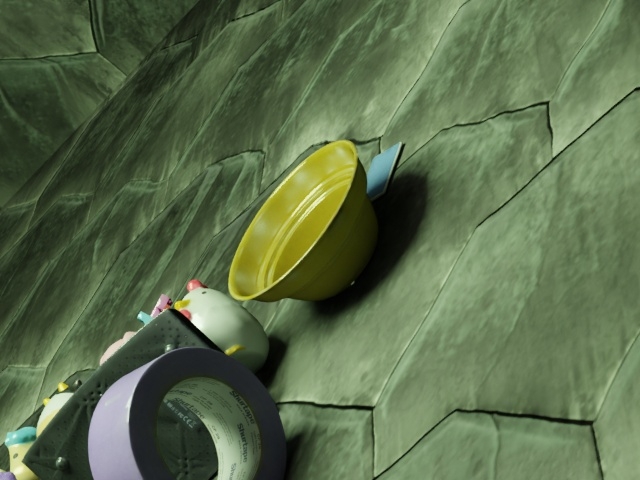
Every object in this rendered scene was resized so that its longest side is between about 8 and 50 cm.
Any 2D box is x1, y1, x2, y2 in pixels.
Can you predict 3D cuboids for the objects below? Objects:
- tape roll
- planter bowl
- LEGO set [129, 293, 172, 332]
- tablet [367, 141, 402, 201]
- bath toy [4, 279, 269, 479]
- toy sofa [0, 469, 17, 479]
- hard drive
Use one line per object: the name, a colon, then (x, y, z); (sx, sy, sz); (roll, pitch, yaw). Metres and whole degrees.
tape roll: (-0.132, 0.207, 1.692); (0.080, 0.189, 0.189); (-31, 30, 47)
planter bowl: (0.000, 0.000, 1.887); (0.217, 0.090, 0.217); (-44, 23, 24)
LEGO set: (-0.210, 0.179, 2.075); (0.227, 0.093, 0.087); (-62, -9, -12)
tablet: (0.069, -0.076, 1.984); (0.054, 0.006, 0.083); (-29, 31, 46)
bath toy: (-0.214, 0.172, 1.952); (0.348, 0.151, 0.129); (-41, 60, 20)
toy sofa: (-0.384, 0.444, 1.864); (0.362, 0.177, 0.150); (-51, 21, 3)
hard drive: (-0.189, 0.205, 1.860); (0.255, 0.172, 0.054); (-46, 4, 17)
